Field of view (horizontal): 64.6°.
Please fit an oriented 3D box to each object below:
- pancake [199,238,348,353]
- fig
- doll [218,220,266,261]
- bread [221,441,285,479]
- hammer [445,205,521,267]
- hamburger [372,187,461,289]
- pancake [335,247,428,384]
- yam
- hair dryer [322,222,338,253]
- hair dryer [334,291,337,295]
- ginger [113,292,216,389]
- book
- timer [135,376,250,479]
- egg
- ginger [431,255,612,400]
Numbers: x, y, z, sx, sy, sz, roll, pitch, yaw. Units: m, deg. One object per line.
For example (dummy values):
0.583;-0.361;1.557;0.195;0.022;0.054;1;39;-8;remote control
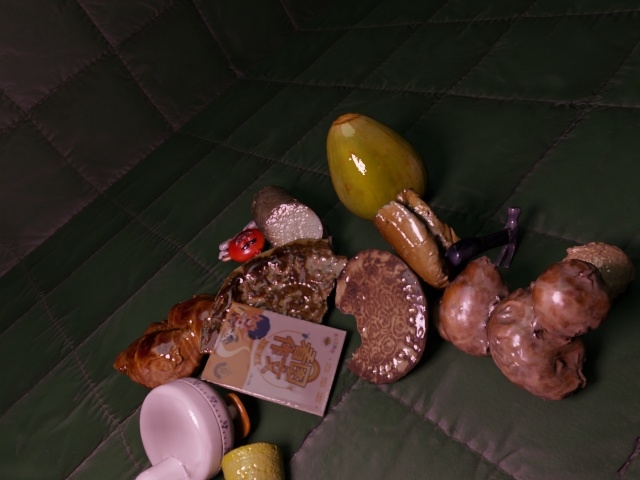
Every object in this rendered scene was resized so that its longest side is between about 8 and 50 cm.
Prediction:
-0.108;0.154;1.308;0.305;0.067;0.426;25;62;16;pancake
0.143;-0.207;1.414;0.258;0.326;0.258;-34;18;13;fig
-0.252;0.011;1.652;0.183;0.085;0.217;-36;28;-6;doll
-0.138;0.478;1.034;0.129;0.111;0.114;-31;45;9;bread
0.359;0.012;1.103;0.037;0.137;0.290;13;20;43;hammer
0.245;0.016;1.153;0.132;0.309;0.211;-38;66;8;hamburger
0.124;0.168;1.127;0.288;0.033;0.286;38;113;44;pancake
-0.108;-0.064;1.524;0.168;0.168;0.304;-36;24;-4;yam
0.006;-0.004;1.524;0.106;0.054;0.154;-20;29;24;hair dryer
0.109;0.144;1.282;0.198;0.057;0.100;-5;44;43;hair dryer
-0.403;0.271;1.408;0.357;0.152;0.274;-39;37;-11;ginger
-0.106;0.270;1.186;0.296;0.020;0.208;13;57;9;book
-0.308;0.425;1.096;0.234;0.233;0.240;0;7;36;timer
0.541;0.065;1.002;0.140;0.116;0.118;-23;60;30;egg
0.359;0.150;0.970;0.176;0.256;0.375;-12;8;-31;ginger
